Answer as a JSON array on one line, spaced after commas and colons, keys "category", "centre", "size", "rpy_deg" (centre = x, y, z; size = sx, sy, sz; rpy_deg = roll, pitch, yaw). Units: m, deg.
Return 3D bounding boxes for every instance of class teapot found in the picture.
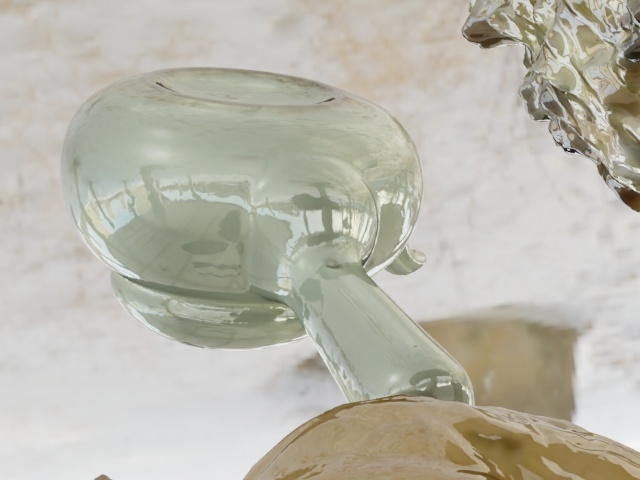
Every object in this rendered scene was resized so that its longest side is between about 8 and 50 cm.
[{"category": "teapot", "centre": [-0.037, 0.000, 0.954], "size": [0.219, 0.149, 0.318], "rpy_deg": [4, -164, -3]}]

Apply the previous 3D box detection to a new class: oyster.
[{"category": "oyster", "centre": [0.163, -0.065, 0.622], "size": [0.237, 0.115, 0.351], "rpy_deg": [2, -176, 4]}]

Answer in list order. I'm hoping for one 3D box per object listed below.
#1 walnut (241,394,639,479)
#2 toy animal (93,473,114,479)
[{"category": "walnut", "centre": [0.069, 0.174, 0.702], "size": [0.260, 0.225, 0.225], "rpy_deg": [10, 176, 12]}, {"category": "toy animal", "centre": [-0.184, 0.313, 1.553], "size": [0.224, 0.066, 0.230], "rpy_deg": [-21, 125, 17]}]
